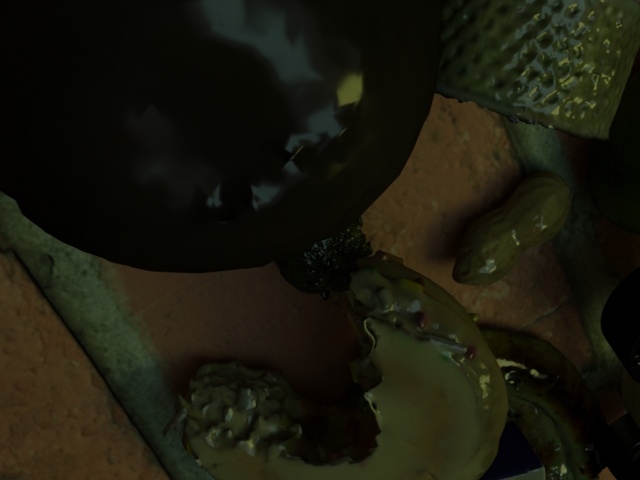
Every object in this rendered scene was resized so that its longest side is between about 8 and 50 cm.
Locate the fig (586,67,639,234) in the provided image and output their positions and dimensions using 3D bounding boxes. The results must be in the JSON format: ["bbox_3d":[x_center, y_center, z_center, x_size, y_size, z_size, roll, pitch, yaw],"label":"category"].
[{"bbox_3d":[0.422,-0.143,1.421,0.206,0.206,0.275,-4,97,-21],"label":"fig"}]

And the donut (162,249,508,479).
[{"bbox_3d":[0.043,0.186,1.322,0.371,0.150,0.307,-37,111,28],"label":"donut"}]

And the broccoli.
[{"bbox_3d":[0.000,0.000,1.332,0.131,0.130,0.120,40,47,-3],"label":"broccoli"}]

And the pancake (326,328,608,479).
[{"bbox_3d":[0.204,0.251,1.536,0.305,0.067,0.427,-46,121,2],"label":"pancake"}]

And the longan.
[{"bbox_3d":[-0.095,-0.170,1.068,0.404,0.404,0.436,30,89,-29],"label":"longan"}]

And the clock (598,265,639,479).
[{"bbox_3d":[0.479,0.148,1.467,0.276,0.120,0.379,-20,137,-5],"label":"clock"}]

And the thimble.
[{"bbox_3d":[0.201,-0.210,1.246,0.271,0.271,0.150,12,102,-26],"label":"thimble"}]

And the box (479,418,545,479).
[{"bbox_3d":[0.188,0.398,1.525,0.200,0.106,0.299,-14,122,-8],"label":"box"}]

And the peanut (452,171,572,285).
[{"bbox_3d":[0.233,-0.011,1.435,0.187,0.082,0.082,-37,119,-6],"label":"peanut"}]
